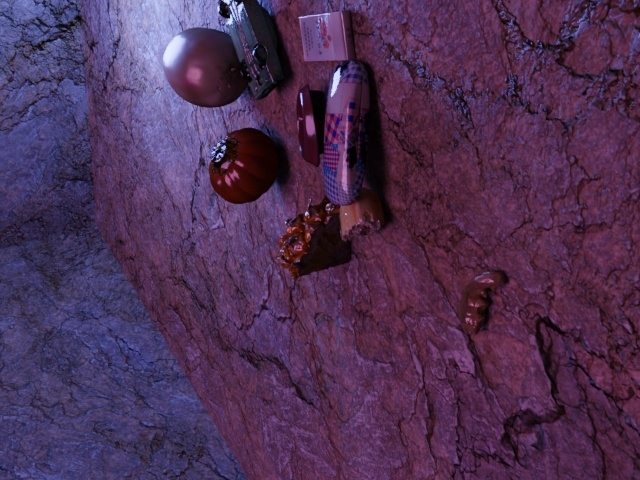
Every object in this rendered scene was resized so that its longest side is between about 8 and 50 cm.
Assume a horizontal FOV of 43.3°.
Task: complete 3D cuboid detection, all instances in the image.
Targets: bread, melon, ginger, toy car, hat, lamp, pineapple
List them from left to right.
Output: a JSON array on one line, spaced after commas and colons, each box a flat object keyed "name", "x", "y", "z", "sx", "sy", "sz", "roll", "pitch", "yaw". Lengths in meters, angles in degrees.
[{"name": "melon", "x": -0.327, "y": -0.492, "z": 2.300, "sx": 0.317, "sy": 0.223, "sz": 0.223, "roll": 27, "pitch": 127, "yaw": 50}, {"name": "lamp", "x": -0.217, "y": -0.211, "z": 2.279, "sx": 0.223, "sy": 0.196, "sz": 0.223, "roll": -24, "pitch": 53, "yaw": 36}, {"name": "toy car", "x": -0.181, "y": -0.544, "z": 2.140, "sx": 0.141, "sy": 0.097, "sz": 0.321, "roll": -25, "pitch": 84, "yaw": 62}, {"name": "hat", "x": -0.006, "y": -0.278, "z": 1.955, "sx": 0.205, "sy": 0.089, "sz": 0.206, "roll": 174, "pitch": 90, "yaw": -85}, {"name": "pineapple", "x": 0.000, "y": 0.000, "z": 2.051, "sx": 0.186, "sy": 0.236, "sz": 0.114, "roll": 45, "pitch": -178, "yaw": -43}, {"name": "bread", "x": 0.098, "y": -0.061, "z": 1.901, "sx": 0.125, "sy": 0.082, "sz": 0.106, "roll": 140, "pitch": 137, "yaw": -60}, {"name": "ginger", "x": 0.319, "y": 0.119, "z": 1.638, "sx": 0.069, "sy": 0.051, "sz": 0.173, "roll": 49, "pitch": 146, "yaw": 32}]

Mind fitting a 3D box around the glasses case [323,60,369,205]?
[{"name": "glasses case", "x": 0.057, "y": -0.243, "z": 1.840, "sx": 0.125, "sy": 0.076, "sz": 0.328, "roll": -165, "pitch": 77, "yaw": -64}]

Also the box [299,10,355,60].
[{"name": "box", "x": 0.012, "y": -0.479, "z": 1.898, "sx": 0.198, "sy": 0.029, "sz": 0.109, "roll": 19, "pitch": 121, "yaw": 58}]
